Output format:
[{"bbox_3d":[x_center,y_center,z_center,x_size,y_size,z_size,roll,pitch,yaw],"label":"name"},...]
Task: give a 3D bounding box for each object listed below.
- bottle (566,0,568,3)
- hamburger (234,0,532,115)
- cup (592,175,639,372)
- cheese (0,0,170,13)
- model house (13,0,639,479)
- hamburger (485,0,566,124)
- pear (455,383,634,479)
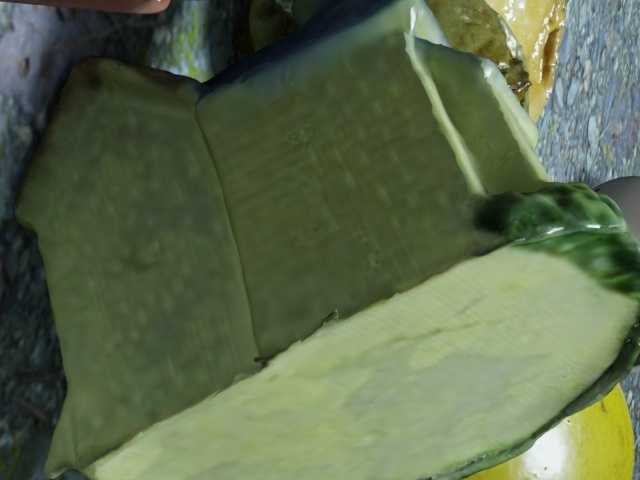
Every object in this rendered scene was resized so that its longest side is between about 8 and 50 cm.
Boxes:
[{"bbox_3d":[0.211,-0.278,1.350,0.233,0.109,0.110,-48,140,-47],"label":"bottle"},{"bbox_3d":[0.044,-0.123,0.996,0.183,0.206,0.130,-47,178,-33],"label":"hamburger"},{"bbox_3d":[0.359,0.053,1.730,0.200,0.191,0.253,-46,169,-53],"label":"cup"},{"bbox_3d":[-0.086,-0.232,0.762,0.203,0.128,0.177,-31,125,-52],"label":"cheese"},{"bbox_3d":[0.000,0.000,0.829,0.261,0.321,0.266,45,19,-59],"label":"model house"},{"bbox_3d":[0.111,-0.167,1.144,0.213,0.108,0.214,-8,103,-38],"label":"hamburger"},{"bbox_3d":[0.136,0.140,1.178,0.285,0.284,0.337,39,64,-61],"label":"pear"}]
